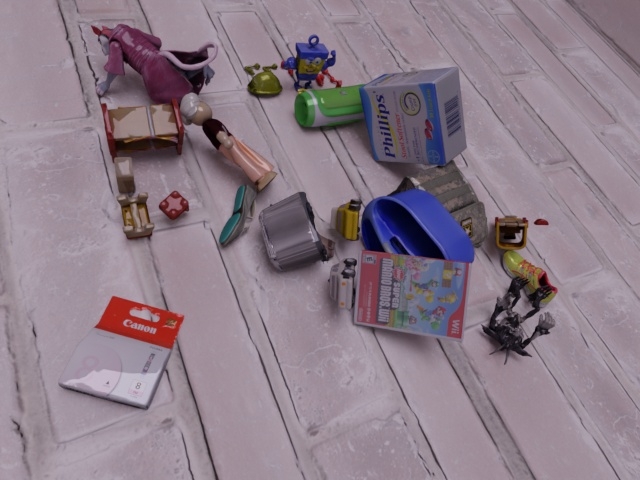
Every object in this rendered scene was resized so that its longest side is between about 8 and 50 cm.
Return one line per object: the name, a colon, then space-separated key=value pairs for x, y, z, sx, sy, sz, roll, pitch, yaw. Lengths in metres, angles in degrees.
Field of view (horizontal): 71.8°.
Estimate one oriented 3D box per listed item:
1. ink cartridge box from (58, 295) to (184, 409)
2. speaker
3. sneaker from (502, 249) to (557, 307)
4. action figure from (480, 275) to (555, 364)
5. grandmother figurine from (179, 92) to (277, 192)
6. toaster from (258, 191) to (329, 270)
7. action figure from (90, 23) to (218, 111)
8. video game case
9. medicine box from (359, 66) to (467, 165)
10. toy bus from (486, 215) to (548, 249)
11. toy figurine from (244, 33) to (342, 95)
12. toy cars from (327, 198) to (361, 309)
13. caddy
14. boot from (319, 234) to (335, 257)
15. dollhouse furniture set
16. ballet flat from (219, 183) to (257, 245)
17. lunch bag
ink cartridge box: x=-0.440 y=0.243 z=1.006 sx=0.189 sy=0.066 sz=0.232 roll=17 pitch=60 yaw=-6
speaker: x=0.063 y=-0.479 z=1.566 sx=0.297 sy=0.131 sz=0.131 roll=-16 pitch=65 yaw=-25
sneaker: x=0.673 y=0.105 z=1.410 sx=0.082 sy=0.094 sz=0.208 roll=-26 pitch=68 yaw=-27
action figure: x=0.573 y=0.220 z=1.280 sx=0.164 sy=0.140 sz=0.275 roll=29 pitch=54 yaw=14
grandmother figurine: x=-0.276 y=-0.289 z=1.301 sx=0.342 sy=0.208 sz=0.104 roll=46 pitch=74 yaw=-9
toaster: x=-0.075 y=-0.013 z=1.214 sx=0.147 sy=0.129 sz=0.226 roll=-20 pitch=68 yaw=3
action figure: x=-0.537 y=-0.550 z=1.352 sx=0.370 sy=0.276 sz=0.248 roll=35 pitch=61 yaw=-11
video game case: x=0.232 y=0.140 z=1.146 sx=0.285 sy=0.203 sz=0.025 roll=6 pitch=9 yaw=19
medicine box: x=0.300 y=-0.398 z=1.435 sx=0.289 sy=0.263 sz=0.149 roll=14 pitch=41 yaw=44
toy bus: x=0.627 y=-0.023 z=1.463 sx=0.202 sy=0.191 sz=0.104 roll=-4 pitch=98 yaw=-23
toy figurine: x=-0.077 y=-0.647 z=1.572 sx=0.363 sy=0.217 sz=0.191 roll=-6 pitch=61 yaw=-21
toy cars: x=0.062 y=0.023 z=1.235 sx=0.087 sy=0.176 sz=0.393 roll=4 pitch=56 yaw=6
caddy: x=0.257 y=0.018 z=1.250 sx=0.179 sy=0.241 sz=0.341 roll=-24 pitch=69 yaw=-35
boot: x=0.000 y=0.000 z=1.304 sx=0.087 sy=0.042 sz=0.118 roll=13 pitch=57 yaw=-17
dollhouse furniture set: x=-0.472 y=-0.194 z=1.237 sx=0.202 sy=0.152 sz=0.373 roll=-10 pitch=80 yaw=-23
ballet flat: x=-0.223 y=-0.066 z=1.259 sx=0.068 sy=0.072 sz=0.213 roll=35 pitch=52 yaw=-32
lunch bag: x=0.385 y=-0.081 z=1.397 sx=0.235 sy=0.169 sz=0.286 roll=-21 pitch=75 yaw=-31
